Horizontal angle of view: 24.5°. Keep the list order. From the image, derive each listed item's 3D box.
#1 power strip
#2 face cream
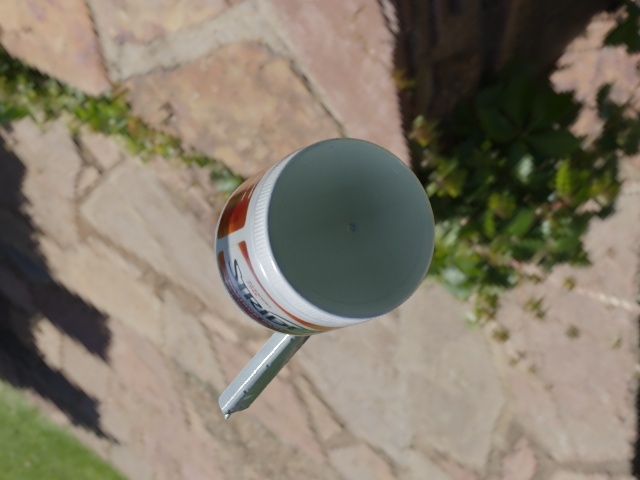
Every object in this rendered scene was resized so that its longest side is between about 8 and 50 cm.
[{"bbox_3d":[-0.086,0.195,2.209,0.027,0.060,0.252,56,130,20],"label":"power strip"},{"bbox_3d":[0.000,0.000,1.630,0.201,0.201,0.187,51,158,-7],"label":"face cream"}]
